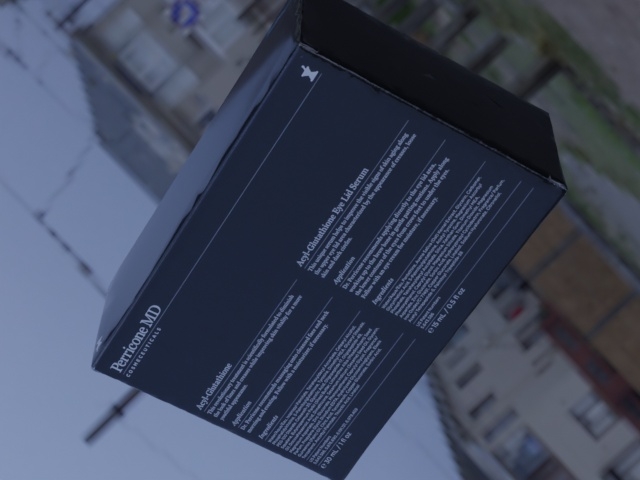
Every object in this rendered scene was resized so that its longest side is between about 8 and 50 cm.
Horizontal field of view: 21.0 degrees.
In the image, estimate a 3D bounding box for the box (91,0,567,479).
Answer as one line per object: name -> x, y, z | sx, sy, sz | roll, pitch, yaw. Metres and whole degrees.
box -> 0.000, 0.000, 1.071 | 0.184, 0.261, 0.103 | 26, -151, -17
